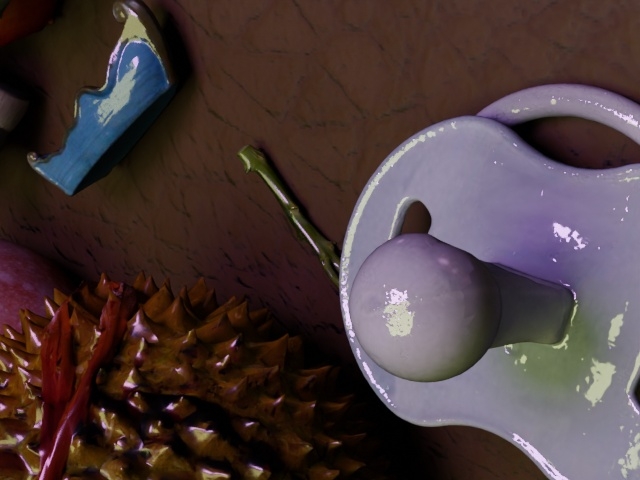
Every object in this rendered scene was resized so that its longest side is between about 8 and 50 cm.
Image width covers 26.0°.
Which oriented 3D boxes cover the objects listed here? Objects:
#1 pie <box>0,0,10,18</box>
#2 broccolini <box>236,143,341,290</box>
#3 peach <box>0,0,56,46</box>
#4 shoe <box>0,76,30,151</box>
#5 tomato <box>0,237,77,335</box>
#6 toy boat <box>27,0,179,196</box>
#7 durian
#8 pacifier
[{"bbox_3d":[-0.288,-0.324,0.974,0.078,0.297,0.371,-131,24,-72],"label":"pie"},{"bbox_3d":[0.000,0.005,1.022,0.194,0.054,0.052,43,152,22],"label":"broccolini"},{"bbox_3d":[-0.315,-0.252,1.132,0.189,0.226,0.196,-69,17,3],"label":"peach"},{"bbox_3d":[-0.411,-0.082,1.257,0.337,0.132,0.171,8,80,36],"label":"shoe"},{"bbox_3d":[-0.295,0.125,1.224,0.270,0.227,0.270,166,90,-76],"label":"tomato"},{"bbox_3d":[-0.172,-0.113,1.099,0.077,0.075,0.185,49,133,2],"label":"toy boat"},{"bbox_3d":[-0.123,0.195,1.003,0.348,0.384,0.347,-19,67,53],"label":"durian"},{"bbox_3d":[0.105,0.025,0.804,0.287,0.226,0.238,23,106,33],"label":"pacifier"}]
